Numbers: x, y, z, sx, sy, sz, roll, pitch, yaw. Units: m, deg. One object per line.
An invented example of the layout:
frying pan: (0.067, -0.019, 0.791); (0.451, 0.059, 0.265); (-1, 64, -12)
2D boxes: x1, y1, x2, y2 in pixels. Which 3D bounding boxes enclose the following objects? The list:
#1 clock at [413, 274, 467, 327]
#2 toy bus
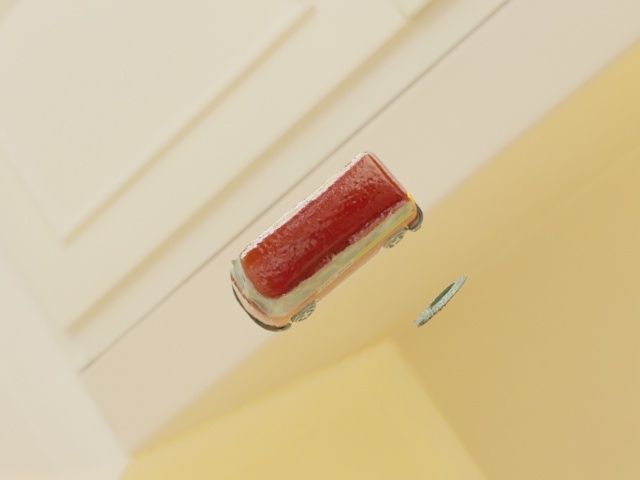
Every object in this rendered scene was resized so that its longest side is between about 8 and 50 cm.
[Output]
clock: (0.138, 0.069, 1.924); (0.010, 0.083, 0.074); (46, 174, -3)
toy bus: (0.000, 0.000, 2.175); (0.121, 0.265, 0.120); (50, 175, 14)
